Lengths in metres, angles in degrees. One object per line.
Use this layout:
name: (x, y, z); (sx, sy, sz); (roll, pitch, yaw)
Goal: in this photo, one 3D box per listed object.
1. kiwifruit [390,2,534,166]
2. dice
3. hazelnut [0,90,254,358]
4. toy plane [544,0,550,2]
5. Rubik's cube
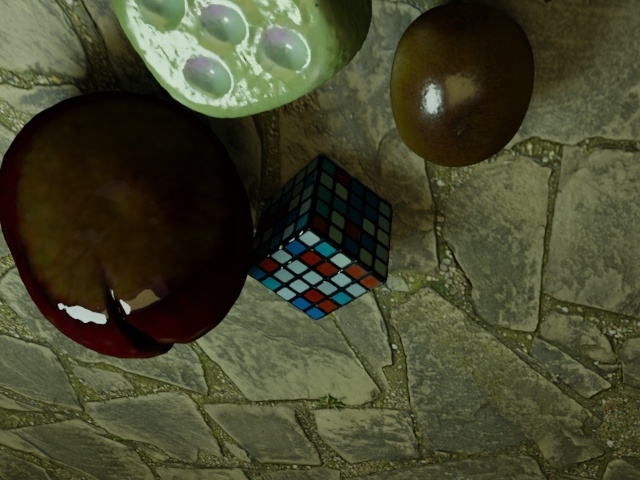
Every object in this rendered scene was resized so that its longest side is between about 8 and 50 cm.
kiwifruit: (0.193, -0.208, 0.976); (0.196, 0.196, 0.234); (8, 143, 3)
dice: (-0.092, -0.326, 0.865); (0.250, 0.252, 0.254); (-14, 129, 23)
hazelnut: (-0.293, -0.036, 1.124); (0.402, 0.402, 0.429); (-38, 87, 39)
toy plane: (0.345, -0.399, 0.804); (0.223, 0.104, 0.326); (41, 139, 8)
Rubik's cube: (0.000, 0.000, 1.235); (0.184, 0.182, 0.187); (34, 133, -23)
